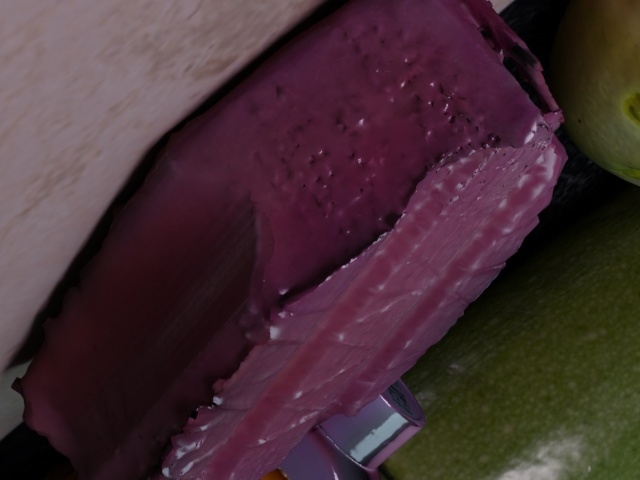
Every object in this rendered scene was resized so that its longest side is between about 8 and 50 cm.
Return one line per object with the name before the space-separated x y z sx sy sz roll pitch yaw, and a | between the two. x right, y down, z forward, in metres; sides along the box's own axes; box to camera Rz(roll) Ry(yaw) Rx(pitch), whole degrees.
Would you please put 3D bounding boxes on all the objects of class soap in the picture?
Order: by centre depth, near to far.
soap | 0.000 0.000 0.725 0.182 0.112 0.289 -19 155 -51

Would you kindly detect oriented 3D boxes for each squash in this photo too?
squash | 0.215 0.137 1.304 0.384 0.263 0.263 -35 163 -14

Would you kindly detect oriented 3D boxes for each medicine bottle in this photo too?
medicine bottle | -0.025 0.153 1.065 0.188 0.119 0.094 -42 165 11

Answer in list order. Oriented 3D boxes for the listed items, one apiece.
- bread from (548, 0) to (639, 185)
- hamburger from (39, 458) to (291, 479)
bread | 0.212 -0.097 0.859 0.156 0.158 0.260 -34 161 -7
hamburger | -0.080 0.214 0.924 0.170 0.246 0.246 -32 163 -29
